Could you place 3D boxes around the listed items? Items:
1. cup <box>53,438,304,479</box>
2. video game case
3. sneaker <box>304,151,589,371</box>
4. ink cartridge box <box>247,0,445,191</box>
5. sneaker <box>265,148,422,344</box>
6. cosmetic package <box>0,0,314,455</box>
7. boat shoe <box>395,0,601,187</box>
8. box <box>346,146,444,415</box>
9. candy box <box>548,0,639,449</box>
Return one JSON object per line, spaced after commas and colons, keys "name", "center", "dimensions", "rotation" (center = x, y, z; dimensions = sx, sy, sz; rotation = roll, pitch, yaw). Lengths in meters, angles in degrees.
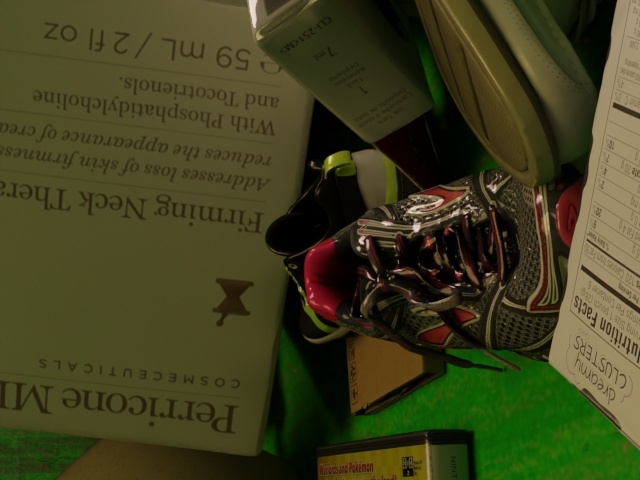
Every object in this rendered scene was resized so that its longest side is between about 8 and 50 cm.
{"name": "cup", "center": [-0.138, 0.298, 1.120], "dimensions": [0.237, 0.331, 0.331], "rotation": [-67, 12, -16]}
{"name": "video game case", "center": [0.051, 0.276, 0.897], "dimensions": [0.275, 0.035, 0.248], "rotation": [144, 126, -70]}
{"name": "sneaker", "center": [0.080, 0.021, 0.703], "dimensions": [0.299, 0.112, 0.121], "rotation": [148, 122, -69]}
{"name": "ink cartridge box", "center": [0.027, -0.177, 0.828], "dimensions": [0.060, 0.239, 0.275], "rotation": [-31, 48, 22]}
{"name": "sneaker", "center": [0.000, 0.000, 0.912], "dimensions": [0.235, 0.097, 0.084], "rotation": [115, 152, -51]}
{"name": "cosmetic package", "center": [-0.181, -0.066, 1.092], "dimensions": [0.327, 0.329, 0.394], "rotation": [-93, 10, -69]}
{"name": "boat shoe", "center": [0.098, -0.148, 0.646], "dimensions": [0.302, 0.103, 0.113], "rotation": [-108, -3, -48]}
{"name": "box", "center": [0.051, 0.027, 0.946], "dimensions": [0.164, 0.021, 0.201], "rotation": [133, 137, -64]}
{"name": "candy box", "center": [0.168, -0.038, 0.335], "dimensions": [0.070, 0.164, 0.196], "rotation": [-129, 43, -67]}
